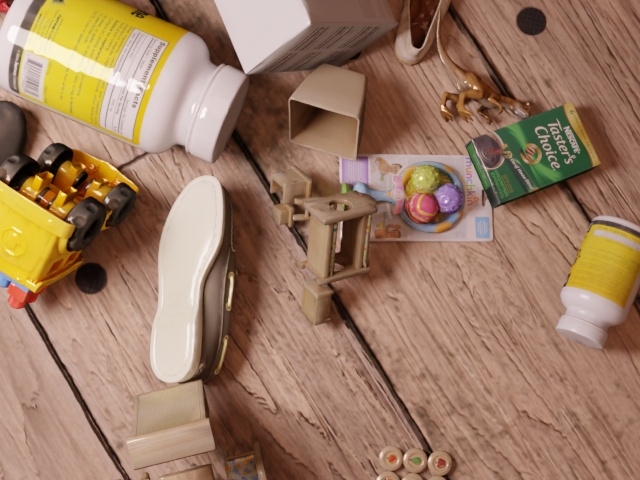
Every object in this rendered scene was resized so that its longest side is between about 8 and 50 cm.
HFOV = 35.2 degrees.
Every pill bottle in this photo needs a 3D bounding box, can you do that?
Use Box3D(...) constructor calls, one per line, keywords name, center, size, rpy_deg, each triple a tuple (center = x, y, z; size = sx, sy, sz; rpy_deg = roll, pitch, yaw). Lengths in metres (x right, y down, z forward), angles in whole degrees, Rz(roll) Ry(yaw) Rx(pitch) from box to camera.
Box3D(name="pill bottle", center=(0.420, 0.063, 1.503), size=(0.103, 0.103, 0.184), rpy_deg=(26, 81, 1))
Box3D(name="pill bottle", center=(-0.281, -0.242, 1.469), size=(0.333, 0.188, 0.188), rpy_deg=(24, 81, 0))

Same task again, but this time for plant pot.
Box3D(name="plant pot", center=(0.021, -0.201, 1.518), size=(0.109, 0.109, 0.096), rpy_deg=(18, 61, 10))

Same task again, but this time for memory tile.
Box3D(name="memory tile", center=(0.134, 0.379, 1.485), size=(0.113, 0.012, 0.148), rpy_deg=(7, 81, -2))

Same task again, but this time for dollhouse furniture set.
Box3D(name="dollhouse furniture set", center=(-0.179, 0.336, 1.366), size=(0.212, 0.161, 0.242), rpy_deg=(-13, 103, -5))
Box3D(name="dollhouse furniture set", center=(0.000, 0.000, 1.516), size=(0.101, 0.182, 0.161), rpy_deg=(-14, 37, -29))

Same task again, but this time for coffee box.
Box3D(name="coffee box", center=(0.326, -0.132, 1.548), size=(0.184, 0.040, 0.113), rpy_deg=(-20, 82, -14))

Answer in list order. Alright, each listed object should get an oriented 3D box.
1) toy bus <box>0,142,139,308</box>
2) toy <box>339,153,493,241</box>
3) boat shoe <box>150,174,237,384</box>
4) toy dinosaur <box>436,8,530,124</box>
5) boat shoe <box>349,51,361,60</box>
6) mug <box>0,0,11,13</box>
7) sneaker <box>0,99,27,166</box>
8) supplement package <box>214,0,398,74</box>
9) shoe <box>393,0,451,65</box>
Box3D(name="toy bus", center=(-0.385, -0.011, 1.448), size=(0.149, 0.220, 0.211), rpy_deg=(30, 114, 8))
Box3D(name="toy", center=(0.149, -0.068, 1.532), size=(0.237, 0.056, 0.137), rpy_deg=(0, 83, -3))
Box3D(name="boat shoe", center=(-0.175, 0.060, 1.478), size=(0.109, 0.091, 0.305), rpy_deg=(0, 77, 33))
Box3D(name="toy dinosaur", center=(0.226, -0.242, 1.569), size=(0.211, 0.064, 0.112), rpy_deg=(38, 69, -8))
Box3D(name="boat shoe", center=(0.040, -0.347, 1.577), size=(0.048, 0.042, 0.133), rpy_deg=(-6, 83, -7))
Box3D(name="mug", center=(-0.544, -0.360, 1.513), size=(0.169, 0.113, 0.150), rpy_deg=(-31, 82, -4))
Box3D(name="sneaker", center=(-0.540, -0.095, 1.462), size=(0.109, 0.130, 0.286), rpy_deg=(40, 80, 5))
Box3D(name="supplement package", center=(-0.032, -0.363, 1.474), size=(0.203, 0.149, 0.194), rpy_deg=(-14, 79, -48))
Box3D(name="shoe", center=(0.171, -0.381, 1.579), size=(0.076, 0.058, 0.219), rpy_deg=(16, 81, -1))
